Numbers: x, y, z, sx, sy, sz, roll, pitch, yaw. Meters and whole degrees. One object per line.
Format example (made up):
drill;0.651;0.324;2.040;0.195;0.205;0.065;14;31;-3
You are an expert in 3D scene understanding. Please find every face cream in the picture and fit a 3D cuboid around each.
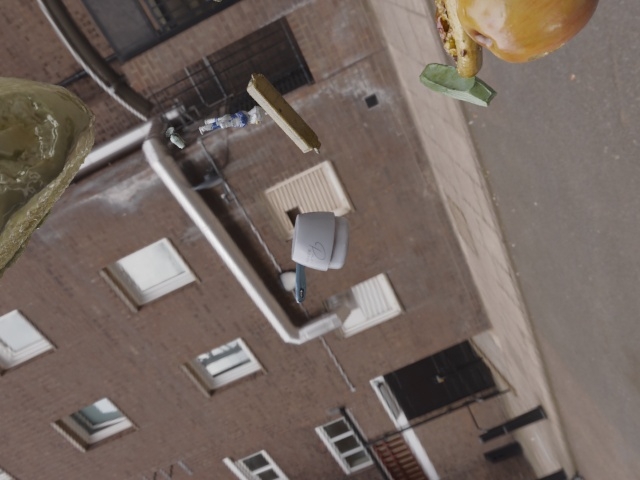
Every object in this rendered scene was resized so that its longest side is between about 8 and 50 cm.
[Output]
face cream;0.000;0.000;1.031;0.117;0.104;0.117;-173;90;-83

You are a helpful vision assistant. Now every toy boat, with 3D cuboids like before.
toy boat;0.399;-0.477;1.580;0.055;0.093;0.293;31;-172;-44

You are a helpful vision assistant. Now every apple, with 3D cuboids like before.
apple;0.395;-0.465;1.019;0.242;0.241;0.242;48;-176;-4

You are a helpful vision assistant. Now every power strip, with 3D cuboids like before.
power strip;-0.102;-0.359;1.526;0.305;0.044;0.064;44;-131;-29

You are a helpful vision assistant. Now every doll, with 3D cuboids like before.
doll;-0.275;-0.390;1.717;0.114;0.227;0.057;-83;-21;-66

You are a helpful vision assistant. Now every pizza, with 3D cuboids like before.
pizza;0.320;-0.564;1.245;0.409;0.114;0.278;52;-150;-56

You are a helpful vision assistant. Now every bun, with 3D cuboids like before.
bun;-0.500;-0.087;0.769;0.202;0.364;0.364;34;-163;-18

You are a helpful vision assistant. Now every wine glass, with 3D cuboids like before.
wine glass;-0.517;-0.367;1.891;0.083;0.039;0.042;45;-139;-56

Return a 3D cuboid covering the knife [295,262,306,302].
knife;-0.052;0.060;1.575;0.044;0.019;0.313;18;-135;-19
